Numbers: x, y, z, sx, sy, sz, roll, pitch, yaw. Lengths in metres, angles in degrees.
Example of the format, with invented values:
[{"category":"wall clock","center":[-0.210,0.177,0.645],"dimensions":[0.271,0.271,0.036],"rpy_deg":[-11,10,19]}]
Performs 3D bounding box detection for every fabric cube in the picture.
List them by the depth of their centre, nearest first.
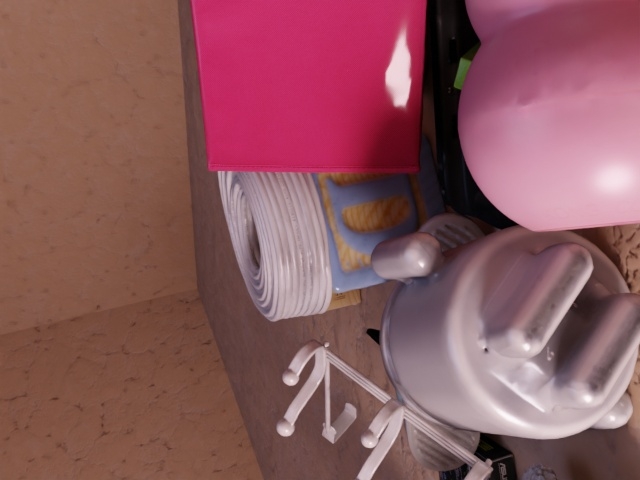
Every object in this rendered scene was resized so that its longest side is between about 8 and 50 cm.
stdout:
[{"category":"fabric cube","center":[-0.001,-0.250,1.038],"dimensions":[0.259,0.254,0.258],"rpy_deg":[-81,-11,-58]}]

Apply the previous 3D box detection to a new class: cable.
[{"category":"cable","center":[-0.062,-0.020,1.164],"dimensions":[0.257,0.089,0.257],"rpy_deg":[-127,29,-54]}]

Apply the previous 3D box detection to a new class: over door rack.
[{"category":"over door rack","center":[0.075,0.259,1.018],"dimensions":[0.239,0.108,0.324],"rpy_deg":[35,164,22]}]

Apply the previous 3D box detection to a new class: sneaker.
[{"category":"sneaker","center":[0.146,0.120,1.176],"dimensions":[0.150,0.135,0.366],"rpy_deg":[-111,21,-66]}]

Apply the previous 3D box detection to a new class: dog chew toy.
[{"category":"dog chew toy","center":[0.199,-0.176,0.661],"dimensions":[0.206,0.206,0.332],"rpy_deg":[167,98,-74]}]

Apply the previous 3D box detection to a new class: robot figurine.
[{"category":"robot figurine","center":[0.182,0.098,0.903],"dimensions":[0.300,0.200,0.353],"rpy_deg":[43,163,-5]}]

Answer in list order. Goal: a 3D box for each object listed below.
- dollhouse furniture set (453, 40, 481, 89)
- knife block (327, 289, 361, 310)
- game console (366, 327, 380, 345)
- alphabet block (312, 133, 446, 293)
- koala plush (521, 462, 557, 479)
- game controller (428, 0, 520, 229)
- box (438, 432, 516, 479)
[{"category":"dollhouse furniture set","center":[0.211,-0.145,0.863],"dimensions":[0.151,0.058,0.076],"rpy_deg":[25,129,21]},{"category":"knife block","center":[0.000,0.000,1.655],"dimensions":[0.275,0.088,0.242],"rpy_deg":[-148,48,-69]},{"category":"game console","center":[0.130,0.200,1.405],"dimensions":[0.122,0.107,0.071],"rpy_deg":[35,107,66]},{"category":"alphabet block","center":[0.055,-0.031,1.258],"dimensions":[0.197,0.192,0.194],"rpy_deg":[158,101,-75]},{"category":"koala plush","center":[0.267,0.334,0.914],"dimensions":[0.196,0.203,0.221],"rpy_deg":[61,-178,9]},{"category":"game controller","center":[0.183,-0.167,0.977],"dimensions":[0.166,0.067,0.319],"rpy_deg":[26,129,52]},{"category":"box","center":[0.225,0.367,1.254],"dimensions":[0.184,0.045,0.191],"rpy_deg":[-167,66,-70]}]
